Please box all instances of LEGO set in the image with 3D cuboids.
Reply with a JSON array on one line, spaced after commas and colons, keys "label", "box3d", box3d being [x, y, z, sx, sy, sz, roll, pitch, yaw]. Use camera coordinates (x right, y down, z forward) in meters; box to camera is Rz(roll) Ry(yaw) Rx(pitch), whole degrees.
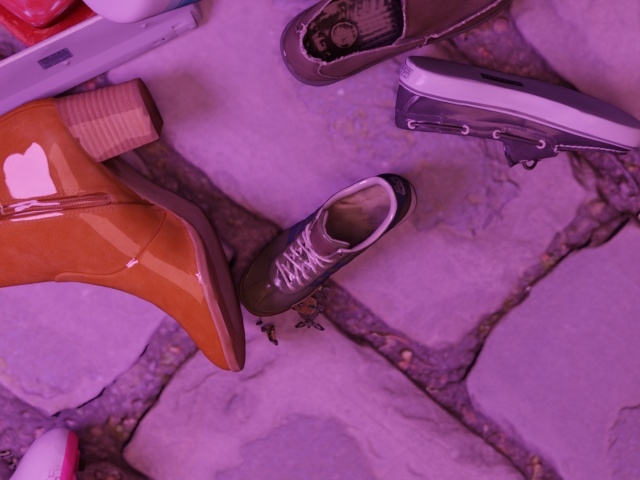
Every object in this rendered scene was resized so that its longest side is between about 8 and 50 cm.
[{"label": "LEGO set", "box3d": [-0.022, 0.064, 1.263, 0.083, 0.023, 0.054, -17, 107, 14]}]

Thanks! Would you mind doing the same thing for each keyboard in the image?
[{"label": "keyboard", "box3d": [-0.226, -0.154, 1.149, 0.256, 0.014, 0.072, -25, 153, 3]}]

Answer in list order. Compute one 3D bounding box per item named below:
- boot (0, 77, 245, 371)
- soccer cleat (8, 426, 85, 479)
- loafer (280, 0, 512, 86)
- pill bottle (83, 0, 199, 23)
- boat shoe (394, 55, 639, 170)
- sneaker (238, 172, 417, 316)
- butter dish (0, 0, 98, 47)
[{"label": "boot", "box3d": [-0.206, 0.013, 1.193, 0.211, 0.104, 0.295, -21, 104, 7]}, {"label": "soccer cleat", "box3d": [-0.319, 0.325, 1.267, 0.143, 0.116, 0.331, 14, 107, -10]}, {"label": "loafer", "box3d": [0.082, -0.205, 1.139, 0.251, 0.087, 0.094, -30, 97, 5]}, {"label": "pill bottle", "box3d": [-0.071, -0.274, 1.042, 0.264, 0.146, 0.146, -26, 112, -30]}, {"label": "boat shoe", "box3d": [0.175, -0.103, 1.196, 0.228, 0.080, 0.076, 12, 113, -8]}, {"label": "sneaker", "box3d": [0.000, 0.000, 1.198, 0.192, 0.086, 0.064, -36, 82, 4]}, {"label": "butter dish", "box3d": [-0.233, -0.246, 1.087, 0.160, 0.118, 0.160, -44, 106, 9]}]
